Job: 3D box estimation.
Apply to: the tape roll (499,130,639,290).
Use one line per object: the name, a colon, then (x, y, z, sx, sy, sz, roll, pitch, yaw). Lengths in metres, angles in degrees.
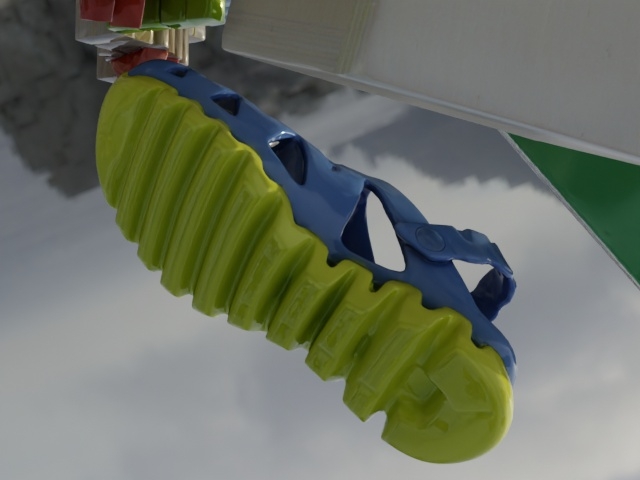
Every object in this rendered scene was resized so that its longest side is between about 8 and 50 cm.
tape roll: (0.211, -0.032, 1.197, 0.077, 0.321, 0.321, -41, 179, 6)

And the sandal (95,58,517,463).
sandal: (0.000, 0.000, 1.080, 0.126, 0.317, 0.138, -51, 178, 41)

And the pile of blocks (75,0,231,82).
pile of blocks: (-0.106, -0.162, 1.249, 0.149, 0.113, 0.362, 1, 175, 2)

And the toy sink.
toy sink: (0.078, -0.159, 0.647, 0.152, 0.234, 0.131, 12, -175, -27)
